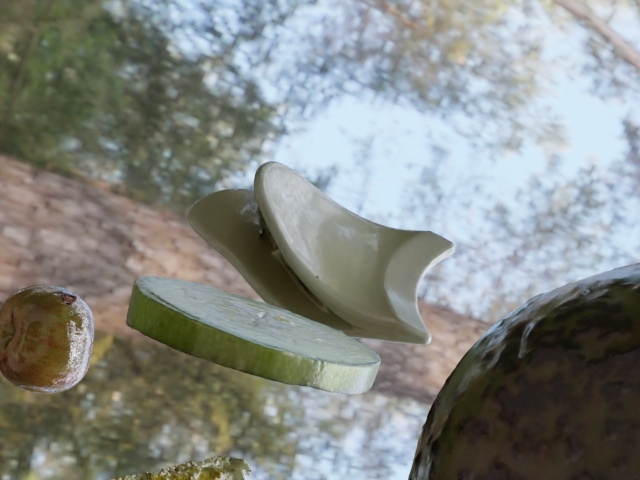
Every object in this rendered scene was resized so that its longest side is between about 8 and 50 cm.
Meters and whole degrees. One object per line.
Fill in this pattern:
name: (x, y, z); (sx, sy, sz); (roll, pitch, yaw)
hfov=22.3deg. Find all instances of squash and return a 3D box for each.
squash: (-0.054, 0.078, 1.354); (0.219, 0.219, 0.041); (18, -86, 43)

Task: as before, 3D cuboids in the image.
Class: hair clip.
hair clip: (-0.004, 0.014, 1.805); (0.113, 0.282, 0.172); (-47, -164, 40)

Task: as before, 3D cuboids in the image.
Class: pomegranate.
pomegranate: (0.154, 0.182, 0.734); (0.285, 0.285, 0.340); (6, -114, 42)

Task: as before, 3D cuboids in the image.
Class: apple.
apple: (-0.310, 0.110, 1.810); (0.126, 0.102, 0.126); (-16, -109, 54)

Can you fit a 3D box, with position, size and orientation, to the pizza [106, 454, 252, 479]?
pizza: (-0.193, 0.275, 1.504); (0.292, 0.197, 0.058); (-28, -115, -10)
